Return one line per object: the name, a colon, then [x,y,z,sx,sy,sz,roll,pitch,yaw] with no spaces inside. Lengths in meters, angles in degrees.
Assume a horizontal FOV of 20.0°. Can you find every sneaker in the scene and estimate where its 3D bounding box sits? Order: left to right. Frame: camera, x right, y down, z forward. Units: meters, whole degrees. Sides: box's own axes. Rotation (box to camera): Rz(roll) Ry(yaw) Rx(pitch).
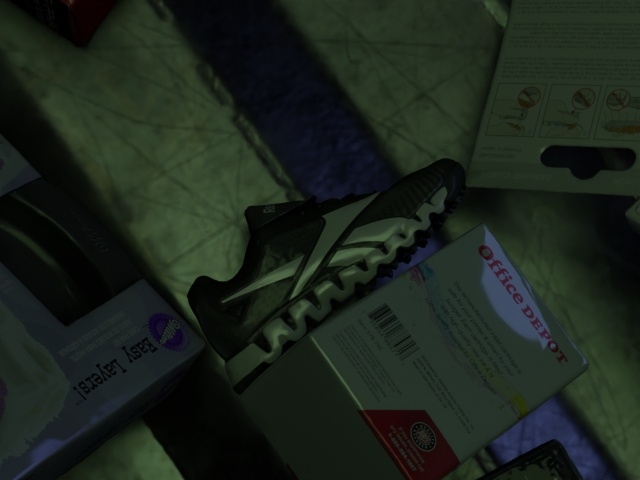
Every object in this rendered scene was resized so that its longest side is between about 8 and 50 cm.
sneaker: [0.000,0.000,1.311,0.234,0.078,0.106,-40,85,-9]

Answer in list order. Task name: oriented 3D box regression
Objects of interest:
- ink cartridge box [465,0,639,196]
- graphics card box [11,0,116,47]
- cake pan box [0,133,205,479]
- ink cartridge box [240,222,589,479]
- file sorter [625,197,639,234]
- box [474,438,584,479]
ink cartridge box: [0.220,-0.132,1.313,0.189,0.066,0.232,4,74,33]
graphics card box: [-0.266,-0.344,1.363,0.371,0.094,0.232,34,78,5]
cake pan box: [-0.234,0.048,1.218,0.246,0.267,0.070,47,124,7]
ink cartridge box: [0.065,0.097,1.242,0.176,0.127,0.128,-30,81,-33]
file sorter: [0.388,0.026,1.215,0.193,0.173,0.278,-43,43,-11]
box: [0.086,0.233,1.228,0.207,0.153,0.108,-28,81,-8]
